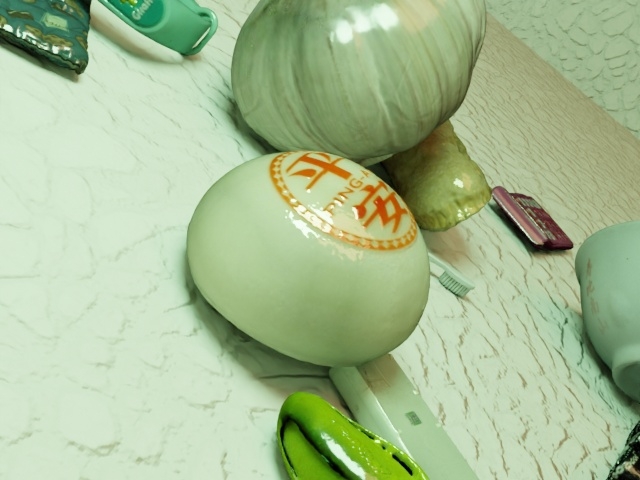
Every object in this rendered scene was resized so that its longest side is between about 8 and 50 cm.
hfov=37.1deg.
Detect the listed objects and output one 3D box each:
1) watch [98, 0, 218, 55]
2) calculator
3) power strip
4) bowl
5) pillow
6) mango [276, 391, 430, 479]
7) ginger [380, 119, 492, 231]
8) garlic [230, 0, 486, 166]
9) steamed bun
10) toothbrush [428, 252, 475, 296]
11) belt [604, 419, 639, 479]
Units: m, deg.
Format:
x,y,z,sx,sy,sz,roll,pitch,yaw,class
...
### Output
x,y,z,sx,sy,sz,roll,pitch,yaw,class
-0.230,-0.312,1.147,0.237,0.068,0.195,38,12,-14,watch
0.350,-0.031,1.579,0.127,0.034,0.190,52,22,23,calculator
0.080,0.177,0.866,0.081,0.035,0.192,3,44,-50,power strip
0.484,0.136,1.277,0.345,0.345,0.157,36,63,-10,bowl
-0.331,-0.278,1.028,0.189,0.034,0.255,29,26,-28,pillow
0.023,0.183,0.739,0.091,0.074,0.165,-1,35,-47,mango
0.138,-0.133,1.332,0.190,0.126,0.354,55,8,-44,ginger
0.051,-0.215,1.159,0.317,0.317,0.259,-90,163,-58,garlic
0.000,0.000,0.869,0.232,0.145,0.232,24,23,-11,steamed bun
0.072,-0.014,1.181,0.288,0.024,0.021,34,24,-10,toothbrush
0.390,0.256,1.089,0.094,0.126,0.359,40,18,20,belt
